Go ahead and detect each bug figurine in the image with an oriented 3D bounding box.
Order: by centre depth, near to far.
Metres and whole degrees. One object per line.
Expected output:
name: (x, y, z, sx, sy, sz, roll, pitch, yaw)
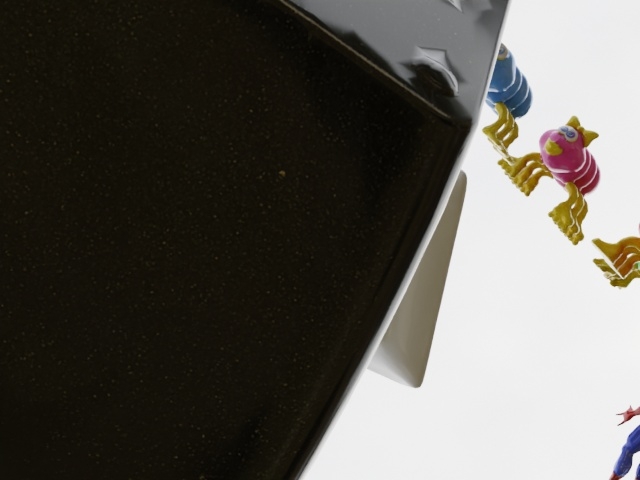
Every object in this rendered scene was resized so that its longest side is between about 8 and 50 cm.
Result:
bug figurine: (0.205, -0.037, 1.285, 0.072, 0.279, 0.216, -42, -28, 2)

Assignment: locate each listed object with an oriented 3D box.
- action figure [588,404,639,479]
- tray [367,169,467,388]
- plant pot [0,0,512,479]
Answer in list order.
action figure: (0.206, 0.116, 1.065, 0.038, 0.030, 0.115, 19, -58, -22)
tray: (0.000, 0.000, 1.188, 0.030, 0.270, 0.145, 10, -85, -32)
plant pot: (-0.046, -0.043, 0.498, 0.188, 0.187, 0.167, 34, -56, -8)
